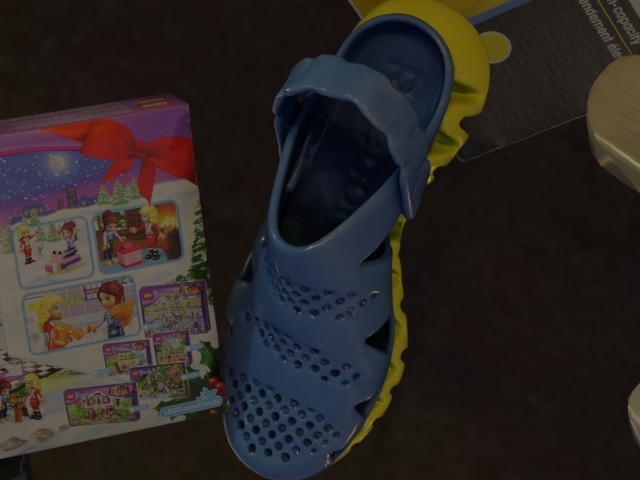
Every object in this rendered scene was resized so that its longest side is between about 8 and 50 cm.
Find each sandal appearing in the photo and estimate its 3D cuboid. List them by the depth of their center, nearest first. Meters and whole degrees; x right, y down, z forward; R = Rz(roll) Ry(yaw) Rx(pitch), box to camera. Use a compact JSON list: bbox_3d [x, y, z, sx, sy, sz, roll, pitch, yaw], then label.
[{"bbox_3d":[0.000,0.000,1.177,0.126,0.317,0.138,18,-170,20],"label":"sandal"}]

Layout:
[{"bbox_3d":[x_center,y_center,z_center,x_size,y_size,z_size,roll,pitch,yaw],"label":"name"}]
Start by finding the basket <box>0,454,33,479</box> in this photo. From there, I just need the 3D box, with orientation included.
[{"bbox_3d":[-0.330,0.192,1.269,0.154,0.227,0.204,58,144,22],"label":"basket"}]

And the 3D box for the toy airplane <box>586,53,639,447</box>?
[{"bbox_3d":[0.333,0.029,0.906,0.384,0.386,0.272,-18,153,23],"label":"toy airplane"}]

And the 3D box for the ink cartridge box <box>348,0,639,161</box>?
[{"bbox_3d":[0.154,-0.222,1.246,0.307,0.072,0.303,-21,123,27],"label":"ink cartridge box"}]

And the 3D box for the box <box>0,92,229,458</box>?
[{"bbox_3d":[-0.212,0.033,1.162,0.057,0.293,0.201,-147,48,-69],"label":"box"}]
